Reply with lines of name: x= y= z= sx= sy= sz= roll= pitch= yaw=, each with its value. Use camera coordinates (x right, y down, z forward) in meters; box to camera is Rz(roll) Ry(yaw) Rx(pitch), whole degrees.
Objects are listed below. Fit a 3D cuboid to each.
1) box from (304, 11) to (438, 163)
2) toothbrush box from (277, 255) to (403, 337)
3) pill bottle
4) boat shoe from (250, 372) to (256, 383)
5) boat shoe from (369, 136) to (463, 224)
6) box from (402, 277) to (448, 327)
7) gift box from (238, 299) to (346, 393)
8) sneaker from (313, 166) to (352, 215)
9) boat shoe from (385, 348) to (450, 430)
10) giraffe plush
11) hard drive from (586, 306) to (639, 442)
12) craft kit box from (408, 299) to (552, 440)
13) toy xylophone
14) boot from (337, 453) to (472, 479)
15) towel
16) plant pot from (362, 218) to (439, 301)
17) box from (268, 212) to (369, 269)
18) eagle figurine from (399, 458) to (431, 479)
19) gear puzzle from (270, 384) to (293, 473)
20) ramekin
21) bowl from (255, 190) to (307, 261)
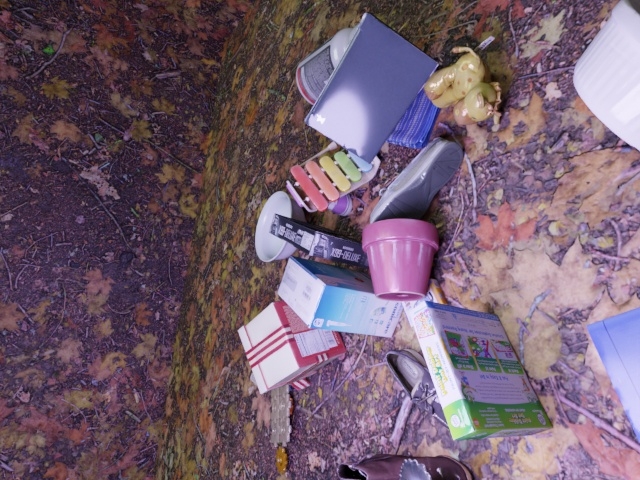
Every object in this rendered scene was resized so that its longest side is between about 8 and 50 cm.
box: x=0.141 y=-0.440 z=1.174 sx=0.294 sy=0.211 sz=0.396 roll=-55 pitch=8 yaw=27
toothbrush box: x=0.059 y=0.161 z=1.185 sx=0.216 sy=0.295 sz=0.126 roll=34 pitch=105 yaw=57
pill bottle: x=0.083 y=-0.650 z=1.542 sx=0.362 sy=0.210 sz=0.211 roll=-4 pitch=75 yaw=56
boat shoe: x=-0.196 y=0.475 z=1.644 sx=0.233 sy=0.084 sz=0.079 roll=-49 pitch=6 yaw=26
boat shoe: x=0.253 y=-0.149 z=1.152 sx=0.320 sy=0.118 sz=0.103 roll=-51 pitch=31 yaw=10
box: x=0.271 y=0.173 z=1.108 sx=0.136 sy=0.028 sz=0.081 roll=-47 pitch=42 yaw=33
gift box: x=-0.087 y=0.351 z=1.385 sx=0.258 sy=0.276 sz=0.255 roll=-41 pitch=59 yaw=36
sneaker: x=0.003 y=-0.209 z=1.538 sx=0.102 sy=0.160 sz=0.282 roll=-60 pitch=35 yaw=24
boat shoe: x=0.255 y=0.361 z=0.997 sx=0.285 sy=0.092 sz=0.103 roll=44 pitch=114 yaw=53
giraffe plush: x=0.380 y=-0.364 z=1.037 sx=0.210 sy=0.181 sz=0.171 roll=130 pitch=131 yaw=-60
hard drive: x=0.599 y=0.171 z=0.606 sx=0.318 sy=0.040 sz=0.211 roll=-40 pitch=46 yaw=42
craft kit box: x=0.312 y=0.251 z=0.815 sx=0.061 sy=0.249 sz=0.247 roll=-49 pitch=40 yaw=35
toy xylophone: x=0.028 y=-0.231 z=1.409 sx=0.322 sy=0.081 sz=0.236 roll=-37 pitch=65 yaw=-12
boot: x=0.184 y=0.534 z=0.932 sx=0.248 sy=0.206 sz=0.090 roll=-26 pitch=57 yaw=50
towel: x=0.264 y=-0.432 z=1.343 sx=0.336 sy=0.040 sz=0.244 roll=32 pitch=104 yaw=56
plant pot: x=0.208 y=0.059 z=1.084 sx=0.201 sy=0.201 sz=0.181 roll=-21 pitch=59 yaw=51
box: x=0.000 y=0.000 z=1.386 sx=0.307 sy=0.242 sz=0.077 roll=25 pitch=99 yaw=57
eagle figurine: x=0.251 y=0.594 z=0.796 sx=0.225 sy=0.226 sz=0.299 roll=5 pitch=78 yaw=63
gear puzzle: x=-0.131 y=0.656 z=1.509 sx=0.175 sy=0.044 sz=0.339 roll=-41 pitch=45 yaw=51
ramekin: x=0.542 y=-0.249 z=0.666 sx=0.127 sy=0.272 sz=0.273 roll=125 pitch=143 yaw=-48
bowl: x=-0.145 y=-0.046 z=1.718 sx=0.297 sy=0.134 sz=0.298 roll=-27 pitch=57 yaw=50
